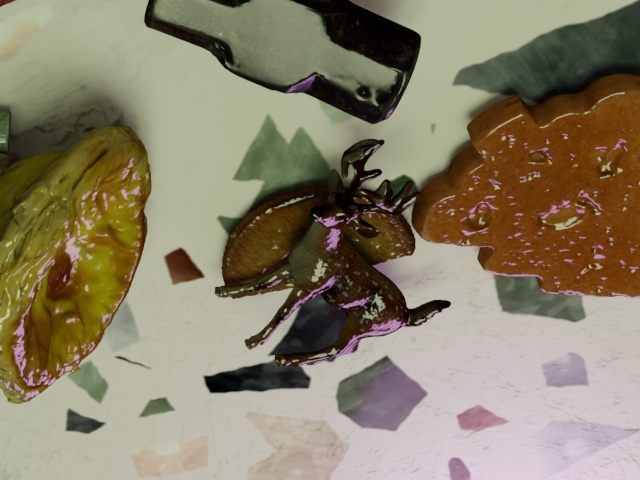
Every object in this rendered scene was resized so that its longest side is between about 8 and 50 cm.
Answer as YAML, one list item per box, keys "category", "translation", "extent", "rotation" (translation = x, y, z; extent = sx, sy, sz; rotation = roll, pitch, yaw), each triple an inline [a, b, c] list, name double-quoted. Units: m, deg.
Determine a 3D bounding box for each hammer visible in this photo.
- category: "hammer"
  translation: [0.021, -0.316, 1.489]
  extent: [0.242, 0.095, 0.409]
  rotation: [21, 115, -4]

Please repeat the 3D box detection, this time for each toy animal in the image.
- category: "toy animal"
  translation: [0.022, 0.021, 1.765]
  extent: [0.260, 0.087, 0.243]
  rotation: [-35, 139, 19]

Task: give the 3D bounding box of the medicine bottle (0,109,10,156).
- category: "medicine bottle"
  translation: [-0.339, -0.103, 1.655]
  extent: [0.083, 0.047, 0.047]
  rotation: [2, 129, -8]

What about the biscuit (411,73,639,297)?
- category: "biscuit"
  translation: [0.254, -0.038, 1.787]
  extent: [0.284, 0.043, 0.306]
  rotation: [-30, 128, 18]

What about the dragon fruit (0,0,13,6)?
- category: "dragon fruit"
  translation: [-0.284, -0.273, 1.497]
  extent: [0.153, 0.111, 0.153]
  rotation: [-20, 169, -4]

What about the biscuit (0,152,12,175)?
- category: "biscuit"
  translation: [-0.350, -0.027, 1.694]
  extent: [0.176, 0.031, 0.228]
  rotation: [-24, 140, 28]

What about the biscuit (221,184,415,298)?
- category: "biscuit"
  translation: [-0.010, -0.006, 1.791]
  extent: [0.206, 0.025, 0.126]
  rotation: [-14, 131, 3]

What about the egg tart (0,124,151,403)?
- category: "egg tart"
  translation: [-0.264, 0.012, 1.639]
  extent: [0.116, 0.295, 0.295]
  rotation: [21, 131, 15]
